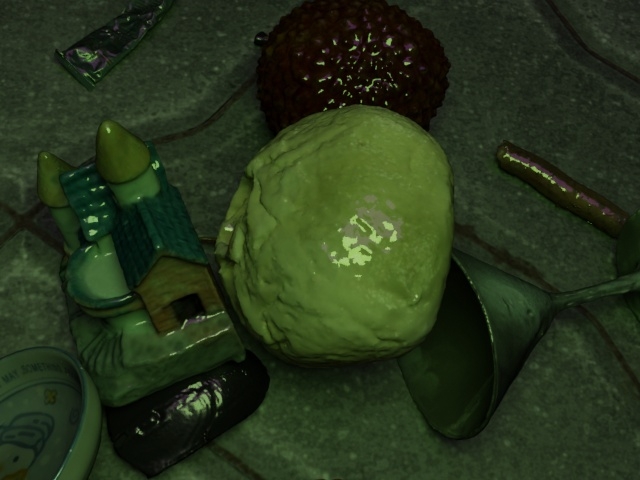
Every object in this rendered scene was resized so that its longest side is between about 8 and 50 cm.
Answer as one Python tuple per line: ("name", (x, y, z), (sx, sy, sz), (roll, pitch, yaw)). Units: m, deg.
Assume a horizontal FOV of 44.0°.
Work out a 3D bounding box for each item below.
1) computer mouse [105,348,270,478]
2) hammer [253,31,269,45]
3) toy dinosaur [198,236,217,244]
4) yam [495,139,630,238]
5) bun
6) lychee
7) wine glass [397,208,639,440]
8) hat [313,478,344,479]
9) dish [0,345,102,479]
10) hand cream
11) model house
("computer mouse", (-0.164, 0.204, 1.004), (0.217, 0.073, 0.122), (-29, 68, -20))
("hammer", (-0.017, -0.306, 1.335), (0.201, 0.021, 0.078), (19, 60, 1))
("toy dinosaur", (-0.108, -0.006, 1.145), (0.180, 0.037, 0.058), (2, 69, -4))
("yam", (0.385, -0.083, 1.271), (0.241, 0.056, 0.056), (34, 62, 7))
("bun", (0.000, 0.000, 0.965), (0.227, 0.349, 0.352), (13, 35, -23))
("lychee", (0.045, -0.235, 1.173), (0.276, 0.304, 0.275), (2, 86, -41))
("wine glass", (0.320, 0.080, 1.062), (0.406, 0.267, 0.267), (-13, 65, -20))
("hat", (0.101, 0.400, 0.863), (0.400, 0.285, 0.285), (6, 60, -23))
("dish", (-0.341, 0.268, 0.902), (0.273, 0.134, 0.273), (-20, 40, 18))
("hand cream", (-0.319, -0.350, 1.287), (0.075, 0.052, 0.248), (33, 62, 9))
("model house", (-0.241, -0.007, 0.925), (0.194, 0.325, 0.267), (-21, 52, -11))
